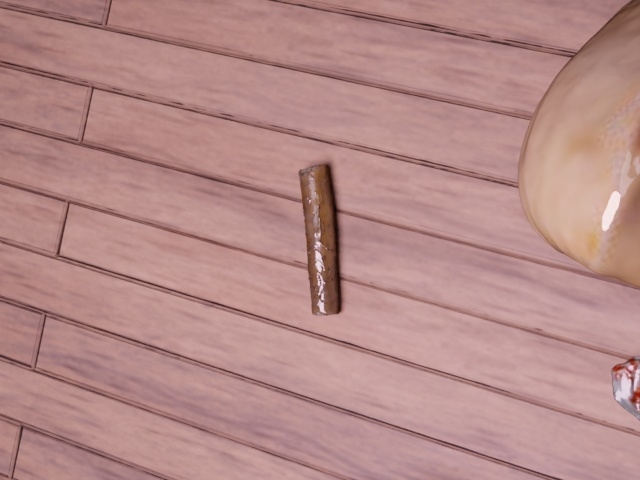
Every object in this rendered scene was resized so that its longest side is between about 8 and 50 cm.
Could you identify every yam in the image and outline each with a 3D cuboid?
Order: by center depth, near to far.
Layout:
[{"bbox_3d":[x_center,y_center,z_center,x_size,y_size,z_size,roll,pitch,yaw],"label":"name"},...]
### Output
[{"bbox_3d":[0.000,0.000,1.371,0.032,0.032,0.145,-6,88,26],"label":"yam"}]

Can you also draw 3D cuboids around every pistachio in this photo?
[{"bbox_3d":[0.278,-0.081,1.111,0.230,0.230,0.309,24,59,25],"label":"pistachio"}]

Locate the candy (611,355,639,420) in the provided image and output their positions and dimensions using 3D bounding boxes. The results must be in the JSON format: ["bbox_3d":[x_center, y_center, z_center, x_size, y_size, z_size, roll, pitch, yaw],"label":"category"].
[{"bbox_3d":[0.359,0.047,1.177,0.292,0.059,0.086,-38,70,20],"label":"candy"}]
